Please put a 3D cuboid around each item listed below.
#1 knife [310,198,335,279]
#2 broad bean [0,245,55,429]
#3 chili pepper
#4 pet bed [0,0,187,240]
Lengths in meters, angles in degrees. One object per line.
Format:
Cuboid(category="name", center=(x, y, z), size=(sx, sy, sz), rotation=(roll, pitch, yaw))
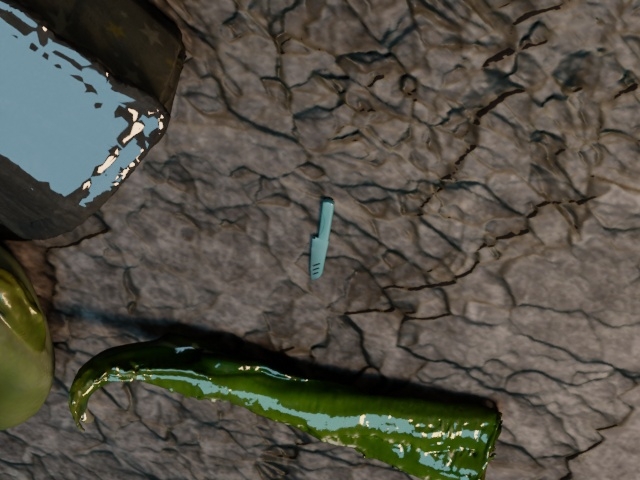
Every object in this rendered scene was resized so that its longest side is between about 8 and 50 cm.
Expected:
Cuboid(category="knife", center=(0.000, 0.000, 1.381), size=(0.014, 0.005, 0.091), rotation=(11, 136, 2))
Cuboid(category="broad bean", center=(-0.295, 0.082, 1.482), size=(0.169, 0.100, 0.228), rotation=(34, 145, -8))
Cuboid(category="chili pepper", center=(-0.028, 0.142, 1.480), size=(0.359, 0.076, 0.085), rotation=(11, 116, -3))
Cuboid(category="pet bed", center=(-0.217, -0.108, 1.221), size=(0.211, 0.159, 0.183), rotation=(39, 130, -22))
